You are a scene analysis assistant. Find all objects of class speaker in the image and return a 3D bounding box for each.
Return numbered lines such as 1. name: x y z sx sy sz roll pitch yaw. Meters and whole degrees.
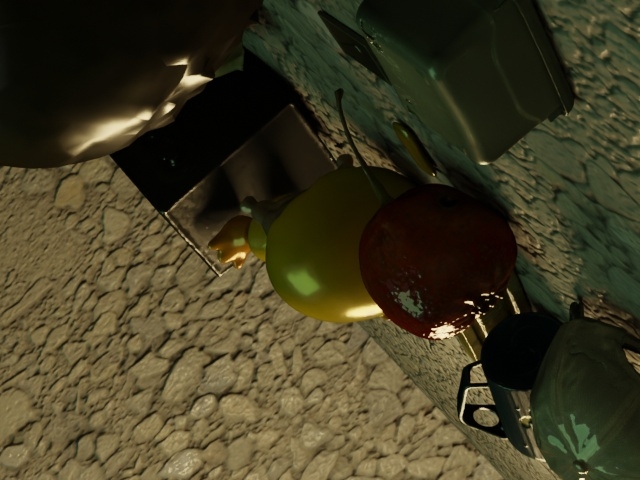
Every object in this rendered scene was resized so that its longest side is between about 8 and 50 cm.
1. speaker: -0.146 -0.132 2.419 0.254 0.232 0.184 47 176 43

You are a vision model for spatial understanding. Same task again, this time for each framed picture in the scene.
1. framed picture: 0.036 -0.195 1.825 0.089 0.006 0.066 40 172 46

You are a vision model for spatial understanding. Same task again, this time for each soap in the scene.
1. soap: 0.188 0.067 2.108 0.037 0.092 0.252 48 175 30
2. soap: 0.103 -0.099 1.969 0.034 0.012 0.089 39 171 46

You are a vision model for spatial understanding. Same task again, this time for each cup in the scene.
1. cup: 0.243 0.175 2.159 0.155 0.176 0.131 62 -159 -49

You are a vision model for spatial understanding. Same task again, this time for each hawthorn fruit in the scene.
1. hawthorn fruit: 0.081 -0.028 1.927 0.285 0.165 0.165 48 174 8

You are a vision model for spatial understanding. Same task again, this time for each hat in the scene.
1. hat: 0.299 0.186 1.875 0.232 0.161 0.275 49 178 6

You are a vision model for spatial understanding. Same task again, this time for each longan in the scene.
1. longan: -0.205 -0.245 1.329 0.391 0.391 0.391 45 174 6

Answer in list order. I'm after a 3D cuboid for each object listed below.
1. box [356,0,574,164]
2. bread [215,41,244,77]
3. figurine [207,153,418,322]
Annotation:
1. box: 0.103 -0.138 1.337 0.124 0.093 0.172 41 172 37
2. bread: -0.280 -0.247 2.161 0.300 0.341 0.210 -153 42 -80
3. figurine: 0.000 0.000 2.213 0.343 0.215 0.187 6 128 61
